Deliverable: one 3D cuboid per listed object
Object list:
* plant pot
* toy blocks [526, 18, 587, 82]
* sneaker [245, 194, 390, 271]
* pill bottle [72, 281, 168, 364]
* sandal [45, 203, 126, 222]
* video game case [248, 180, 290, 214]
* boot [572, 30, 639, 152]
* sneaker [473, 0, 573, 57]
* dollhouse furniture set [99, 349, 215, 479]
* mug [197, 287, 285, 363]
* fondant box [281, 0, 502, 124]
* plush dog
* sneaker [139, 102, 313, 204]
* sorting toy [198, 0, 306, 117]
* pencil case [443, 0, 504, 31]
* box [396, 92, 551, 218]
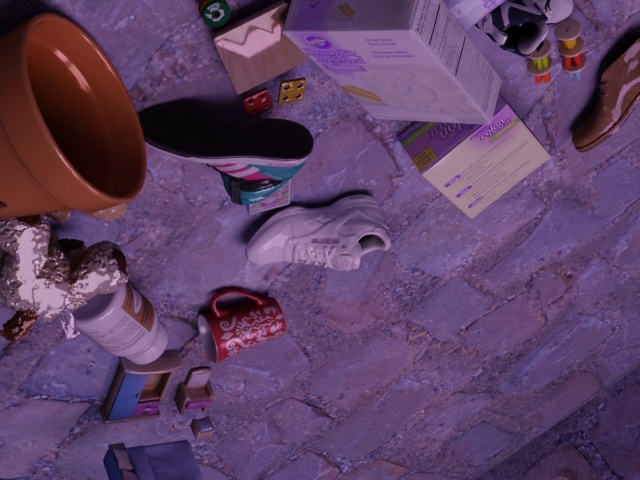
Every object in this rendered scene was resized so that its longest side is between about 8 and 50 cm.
[{"bbox_3d":[-0.419,-0.158,1.394,0.204,0.290,0.291,-20,146,16],"label":"plant pot"},{"bbox_3d":[0.472,-0.355,1.905,0.123,0.054,0.148,-31,144,2],"label":"toy blocks"},{"bbox_3d":[0.000,0.000,1.940,0.305,0.152,0.114,-16,144,-14],"label":"sneaker"},{"bbox_3d":[-0.396,0.155,1.882,0.131,0.131,0.229,-30,144,2],"label":"pill bottle"},{"bbox_3d":[-0.430,-0.065,1.640,0.240,0.079,0.088,16,125,-44],"label":"sandal"},{"bbox_3d":[-0.100,-0.105,1.866,0.087,0.011,0.122,-16,142,-17],"label":"video game case"},{"bbox_3d":[0.624,-0.319,2.039,0.115,0.112,0.305,27,126,-14],"label":"boot"},{"bbox_3d":[0.386,-0.389,1.724,0.235,0.153,0.094,-2,138,-31],"label":"sneaker"},{"bbox_3d":[-0.318,0.422,2.109,0.287,0.303,0.198,-1,137,-32],"label":"dollhouse furniture set"},{"bbox_3d":[-0.168,0.180,2.082,0.169,0.113,0.150,-16,144,-22],"label":"mug"},{"bbox_3d":[0.126,-0.304,1.574,0.330,0.238,0.096,34,68,-53],"label":"fondant box"},{"bbox_3d":[-0.488,0.037,1.605,0.262,0.225,0.210,30,96,-39],"label":"plush dog"},{"bbox_3d":[-0.174,-0.148,1.683,0.296,0.123,0.178,8,152,-11],"label":"sneaker"},{"bbox_3d":[-0.102,-0.320,1.577,0.132,0.046,0.274,-27,143,-3],"label":"sorting toy"},{"bbox_3d":[0.273,-0.438,1.621,0.273,0.113,0.124,-38,116,10],"label":"pencil case"},{"bbox_3d":[0.315,-0.190,1.947,0.213,0.117,0.243,-39,143,14],"label":"box"}]
